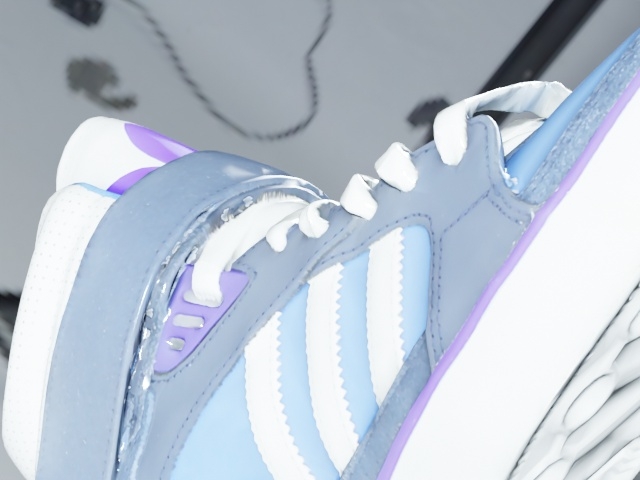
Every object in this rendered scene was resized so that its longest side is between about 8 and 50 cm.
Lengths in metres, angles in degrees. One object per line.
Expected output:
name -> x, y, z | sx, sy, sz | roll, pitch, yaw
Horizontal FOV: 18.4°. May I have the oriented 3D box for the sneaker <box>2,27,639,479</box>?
sneaker -> 0.000, 0.000, 0.638 | 0.236, 0.323, 0.130 | 43, 31, 26
